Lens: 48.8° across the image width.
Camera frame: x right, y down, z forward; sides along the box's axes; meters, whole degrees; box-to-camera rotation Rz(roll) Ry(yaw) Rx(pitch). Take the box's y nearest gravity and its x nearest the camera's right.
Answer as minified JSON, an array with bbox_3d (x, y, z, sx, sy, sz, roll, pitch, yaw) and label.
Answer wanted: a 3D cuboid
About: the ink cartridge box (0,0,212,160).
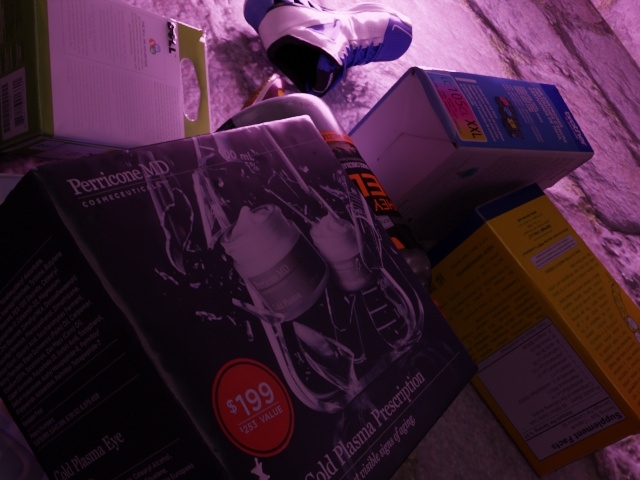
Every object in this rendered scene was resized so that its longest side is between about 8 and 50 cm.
[{"bbox_3d":[-0.258,-0.191,0.867,0.255,0.097,0.188,3,81,-53],"label":"ink cartridge box"}]

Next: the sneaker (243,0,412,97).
[{"bbox_3d":[0.022,-0.333,1.263,0.316,0.127,0.182,1,59,-28],"label":"sneaker"}]

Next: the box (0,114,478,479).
[{"bbox_3d":[-0.069,0.081,0.610,0.312,0.179,0.343,55,34,5],"label":"box"}]

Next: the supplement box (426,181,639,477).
[{"bbox_3d":[0.322,0.123,1.042,0.195,0.194,0.356,-21,71,-45],"label":"supplement box"}]

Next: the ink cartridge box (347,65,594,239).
[{"bbox_3d":[0.231,-0.122,1.120,0.396,0.270,0.151,-2,63,-38],"label":"ink cartridge box"}]

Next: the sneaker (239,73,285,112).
[{"bbox_3d":[-0.082,-0.181,1.094,0.084,0.070,0.185,39,47,-17],"label":"sneaker"}]

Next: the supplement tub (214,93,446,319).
[{"bbox_3d":[0.000,0.000,0.892,0.207,0.207,0.338,-14,66,-43],"label":"supplement tub"}]

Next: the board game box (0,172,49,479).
[{"bbox_3d":[-0.341,0.080,0.623,0.390,0.050,0.389,1,56,-21],"label":"board game box"}]
